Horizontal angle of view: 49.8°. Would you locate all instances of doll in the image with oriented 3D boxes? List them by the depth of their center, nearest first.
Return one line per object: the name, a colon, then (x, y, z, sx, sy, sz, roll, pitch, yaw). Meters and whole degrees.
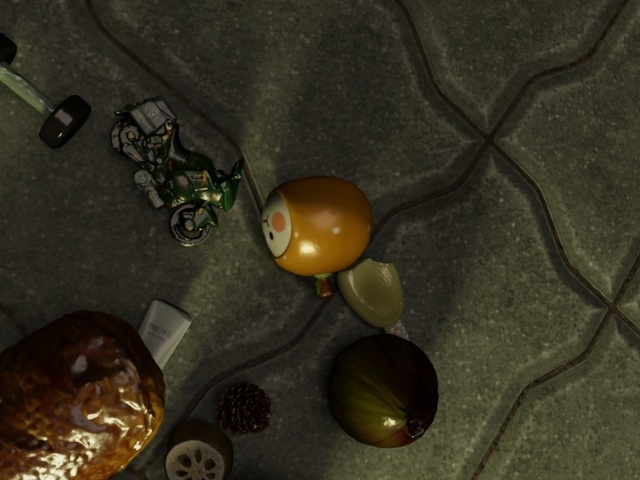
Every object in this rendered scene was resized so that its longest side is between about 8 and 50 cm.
doll: (0.000, 0.000, 1.260, 0.214, 0.213, 0.235, -11, 91, -22)

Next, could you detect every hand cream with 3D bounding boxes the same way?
hand cream: (-0.314, 0.227, 1.201, 0.079, 0.048, 0.255, 27, 77, -2)

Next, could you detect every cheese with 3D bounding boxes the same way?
cheese: (0.134, 0.147, 1.384, 0.127, 0.050, 0.255, -32, 98, -22)

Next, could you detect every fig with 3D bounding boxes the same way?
fig: (0.128, 0.295, 1.221, 0.217, 0.321, 0.216, -1, 98, -7)

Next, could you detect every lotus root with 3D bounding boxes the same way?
lotus root: (-0.213, 0.376, 1.194, 0.122, 0.081, 0.112, 2, 90, 1)

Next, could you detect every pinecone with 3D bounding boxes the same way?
pinecone: (-0.136, 0.302, 1.230, 0.102, 0.109, 0.102, 3, 82, -23)

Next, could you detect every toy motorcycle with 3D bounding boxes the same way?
toy motorcycle: (-0.245, -0.140, 1.230, 0.187, 0.125, 0.274, -36, 98, -11)

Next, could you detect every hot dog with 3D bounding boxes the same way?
hot dog: (-0.427, 0.279, 1.069, 0.388, 0.174, 0.267, -34, 84, -5)

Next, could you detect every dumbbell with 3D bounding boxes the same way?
dumbbell: (-0.490, -0.249, 1.155, 0.191, 0.100, 0.100, 41, 72, -13)
